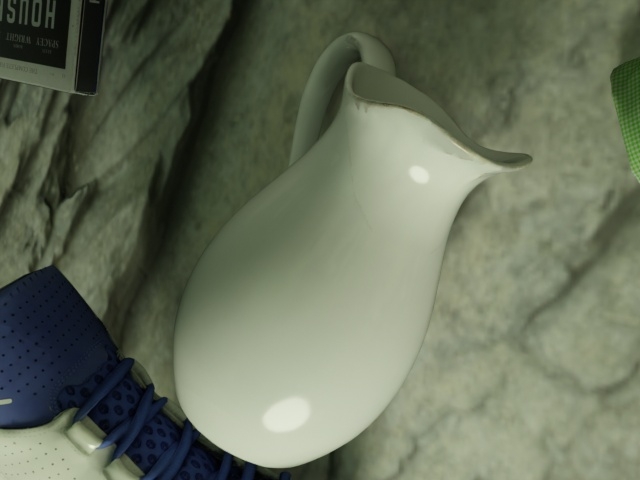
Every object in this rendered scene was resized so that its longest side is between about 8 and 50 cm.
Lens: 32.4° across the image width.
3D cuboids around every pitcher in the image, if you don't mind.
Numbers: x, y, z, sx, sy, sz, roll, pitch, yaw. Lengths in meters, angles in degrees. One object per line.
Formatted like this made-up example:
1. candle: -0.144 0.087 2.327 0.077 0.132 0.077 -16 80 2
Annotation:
1. pitcher: 0.000 0.000 0.590 0.207 0.125 0.177 -60 29 20

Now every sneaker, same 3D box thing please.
1. sneaker: -0.074 0.148 0.631 0.182 0.127 0.315 -15 107 31

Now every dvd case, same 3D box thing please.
1. dvd case: -0.215 -0.238 0.828 0.179 0.030 0.238 16 102 42

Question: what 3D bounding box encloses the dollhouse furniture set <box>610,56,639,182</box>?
1. dollhouse furniture set: 0.143 -0.102 0.480 0.076 0.059 0.151 -21 77 42
